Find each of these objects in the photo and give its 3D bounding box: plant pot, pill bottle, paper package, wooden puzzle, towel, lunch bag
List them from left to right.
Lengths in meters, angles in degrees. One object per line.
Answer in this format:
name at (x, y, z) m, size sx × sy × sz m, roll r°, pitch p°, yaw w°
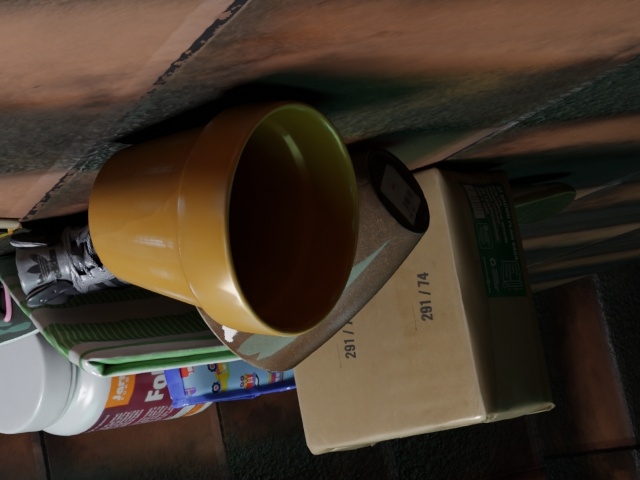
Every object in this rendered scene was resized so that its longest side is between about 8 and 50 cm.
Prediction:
wooden puzzle at (-0.375, -0.009, 1.568) m, size 0.079 × 0.014 × 0.116 m, roll -18°, pitch 170°, yaw 39°
pill bottle at (-0.351, 0.190, 2.279) m, size 0.224 × 0.224 × 0.392 m, roll -17°, pitch 171°, yaw 37°
towel at (-0.228, 0.073, 1.717) m, size 0.248 × 0.038 × 0.325 m, roll -7°, pitch -156°, yaw -28°
plant pot at (-0.097, -0.021, 1.289) m, size 0.188 × 0.205 × 0.205 m, roll 2°, pitch -179°, yaw 34°
lunch bag at (-0.146, 0.121, 2.070) m, size 0.138 × 0.220 × 0.293 m, roll -16°, pitch 171°, yaw 30°
plant pot at (0.000, 0.000, 1.583) m, size 0.230 × 0.215 × 0.215 m, roll -32°, pitch 163°, yaw 28°
paper package at (0.114, 0.094, 1.862) m, size 0.310 × 0.324 × 0.168 m, roll -16°, pitch 170°, yaw 37°

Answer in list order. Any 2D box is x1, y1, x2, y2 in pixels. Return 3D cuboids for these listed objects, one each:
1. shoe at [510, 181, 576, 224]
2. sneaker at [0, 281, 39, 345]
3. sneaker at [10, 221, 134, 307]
shoe at (0.263, -0.057, 2.024) m, size 0.219 × 0.058 × 0.076 m, roll -12°, pitch 153°, yaw -23°
sneaker at (-0.454, 0.084, 1.784) m, size 0.296 × 0.104 × 0.147 m, roll -4°, pitch 176°, yaw -16°
sneaker at (-0.256, 0.019, 1.590) m, size 0.153 × 0.101 × 0.268 m, roll -13°, pitch 176°, yaw -24°
